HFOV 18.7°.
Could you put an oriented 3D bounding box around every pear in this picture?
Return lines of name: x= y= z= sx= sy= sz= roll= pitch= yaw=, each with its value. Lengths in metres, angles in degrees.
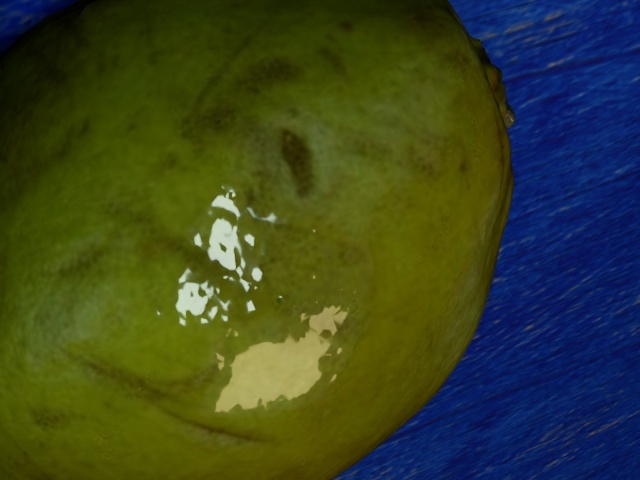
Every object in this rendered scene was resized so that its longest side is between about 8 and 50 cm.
pear: x=-0.055 y=0.003 z=0.891 sx=0.321 sy=0.269 sz=0.269 roll=-31 pitch=155 yaw=19
